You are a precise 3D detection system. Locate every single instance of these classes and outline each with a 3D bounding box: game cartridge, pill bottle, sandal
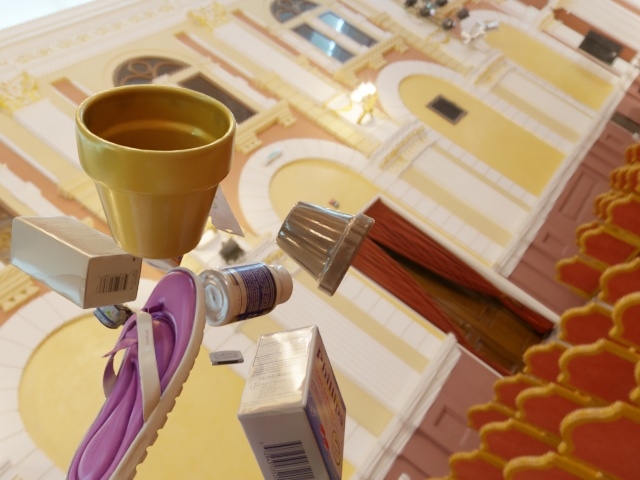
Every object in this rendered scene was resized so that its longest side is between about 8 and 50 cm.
[{"bbox_3d":[-0.239,0.296,1.590,0.056,0.083,0.017,-131,43,-63],"label":"game cartridge"},{"bbox_3d":[-0.144,0.098,1.224,0.187,0.112,0.112,-8,-44,-51],"label":"pill bottle"},{"bbox_3d":[-0.450,-0.023,1.894,0.121,0.121,0.216,96,-171,-68],"label":"pill bottle"},{"bbox_3d":[-0.299,0.215,1.006,0.102,0.169,0.416,45,-129,-44],"label":"sandal"}]

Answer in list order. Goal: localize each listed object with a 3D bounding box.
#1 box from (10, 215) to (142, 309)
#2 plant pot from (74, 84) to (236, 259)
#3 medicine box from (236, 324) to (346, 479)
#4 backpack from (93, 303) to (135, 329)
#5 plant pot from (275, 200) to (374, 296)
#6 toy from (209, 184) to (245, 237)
[{"bbox_3d":[-0.568,0.041,1.451,0.148,0.311,0.121,-6,-68,-52],"label":"box"},{"bbox_3d":[-0.280,-0.109,1.084,0.254,0.254,0.239,-41,-30,-47],"label":"plant pot"},{"bbox_3d":[-0.051,0.380,1.393,0.289,0.149,0.263,-79,-26,-63],"label":"medicine box"},{"bbox_3d":[-0.621,0.211,1.871,0.084,0.105,0.114,-45,-14,-5],"label":"backpack"},{"bbox_3d":[0.000,0.000,1.846,0.263,0.229,0.263,-60,-4,-8],"label":"plant pot"},{"bbox_3d":[-0.337,-0.102,1.966,0.056,0.237,0.137,-38,-29,22],"label":"toy"}]
